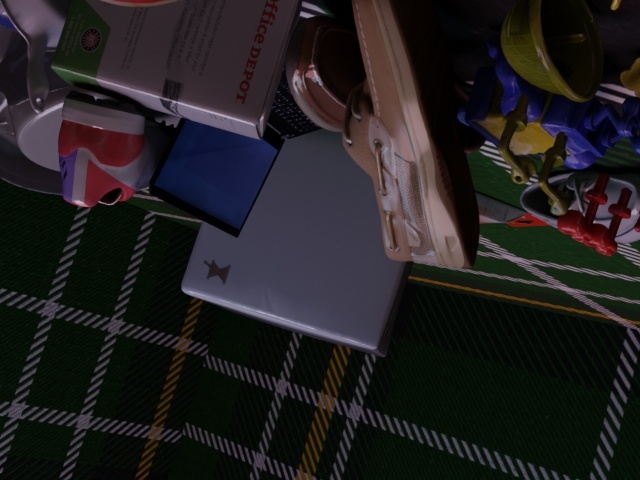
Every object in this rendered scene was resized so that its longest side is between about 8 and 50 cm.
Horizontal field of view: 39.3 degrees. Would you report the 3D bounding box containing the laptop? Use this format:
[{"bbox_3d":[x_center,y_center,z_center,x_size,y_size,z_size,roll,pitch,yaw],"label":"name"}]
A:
[{"bbox_3d":[-0.050,-0.123,1.124,0.264,0.136,0.234,-14,162,19],"label":"laptop"}]

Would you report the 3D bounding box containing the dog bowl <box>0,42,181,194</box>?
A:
[{"bbox_3d":[-0.299,-0.178,1.257,0.349,0.102,0.349,-10,161,-4],"label":"dog bowl"}]

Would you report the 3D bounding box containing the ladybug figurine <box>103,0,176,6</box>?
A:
[{"bbox_3d":[-0.157,-0.270,0.515,0.305,0.161,0.449,15,173,17],"label":"ladybug figurine"}]

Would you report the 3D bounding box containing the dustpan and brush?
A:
[{"bbox_3d":[-0.292,-0.232,0.937,0.060,0.211,0.147,-24,158,17],"label":"dustpan and brush"}]

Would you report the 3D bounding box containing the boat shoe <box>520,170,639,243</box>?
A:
[{"bbox_3d":[0.372,-0.056,1.253,0.088,0.096,0.267,14,-178,-16],"label":"boat shoe"}]

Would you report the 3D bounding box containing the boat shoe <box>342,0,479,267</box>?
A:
[{"bbox_3d":[0.072,-0.105,0.868,0.110,0.121,0.341,-2,128,23],"label":"boat shoe"}]

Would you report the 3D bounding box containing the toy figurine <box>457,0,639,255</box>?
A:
[{"bbox_3d":[0.204,-0.108,0.890,0.217,0.191,0.363,16,174,46],"label":"toy figurine"}]

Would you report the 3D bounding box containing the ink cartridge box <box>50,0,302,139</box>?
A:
[{"bbox_3d":[-0.142,-0.212,0.930,0.220,0.160,0.092,17,175,1],"label":"ink cartridge box"}]

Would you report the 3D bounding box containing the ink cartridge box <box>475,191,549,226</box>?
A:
[{"bbox_3d":[0.319,-0.040,1.671,0.179,0.045,0.145,22,172,-18],"label":"ink cartridge box"}]

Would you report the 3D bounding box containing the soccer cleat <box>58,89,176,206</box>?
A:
[{"bbox_3d":[-0.240,-0.099,1.061,0.109,0.116,0.318,14,-178,0],"label":"soccer cleat"}]

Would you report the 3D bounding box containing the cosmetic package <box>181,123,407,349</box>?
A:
[{"bbox_3d":[0.000,0.000,1.559,0.328,0.329,0.393,17,174,9],"label":"cosmetic package"}]

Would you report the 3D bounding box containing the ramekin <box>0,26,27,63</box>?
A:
[{"bbox_3d":[-0.441,-0.282,1.297,0.207,0.109,0.207,17,173,2],"label":"ramekin"}]

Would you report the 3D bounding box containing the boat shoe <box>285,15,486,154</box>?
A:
[{"bbox_3d":[0.086,-0.166,0.997,0.116,0.123,0.324,4,174,36],"label":"boat shoe"}]

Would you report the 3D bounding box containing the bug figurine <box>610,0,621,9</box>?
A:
[{"bbox_3d":[0.219,-0.201,0.546,0.216,0.072,0.279,14,173,22],"label":"bug figurine"}]

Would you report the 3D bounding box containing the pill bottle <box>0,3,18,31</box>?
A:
[{"bbox_3d":[-0.328,-0.286,1.059,0.169,0.094,0.094,17,173,-19],"label":"pill bottle"}]
